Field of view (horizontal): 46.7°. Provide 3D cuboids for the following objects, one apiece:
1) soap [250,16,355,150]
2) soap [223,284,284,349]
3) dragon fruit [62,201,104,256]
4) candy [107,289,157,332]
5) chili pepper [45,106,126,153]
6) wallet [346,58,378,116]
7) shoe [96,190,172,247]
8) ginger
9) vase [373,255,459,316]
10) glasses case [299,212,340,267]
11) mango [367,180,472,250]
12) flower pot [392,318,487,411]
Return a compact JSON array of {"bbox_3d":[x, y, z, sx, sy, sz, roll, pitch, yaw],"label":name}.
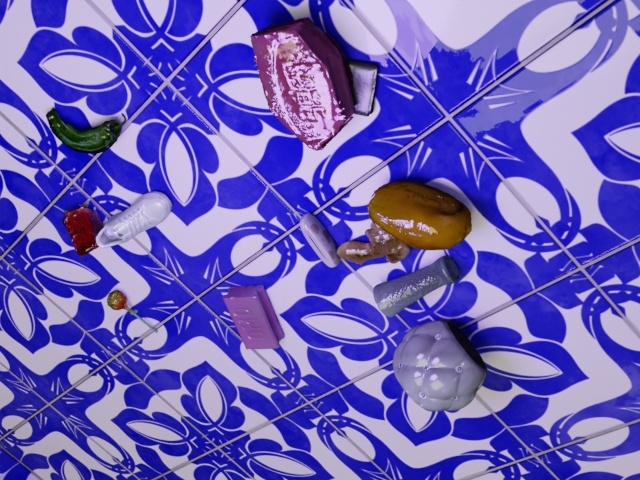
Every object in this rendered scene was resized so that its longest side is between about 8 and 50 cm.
[{"bbox_3d":[-0.028,-0.344,1.654,0.182,0.112,0.289,-3,119,26],"label":"soap"},{"bbox_3d":[-0.197,0.228,2.191,0.122,0.065,0.203,-6,122,25],"label":"soap"},{"bbox_3d":[-0.683,-0.031,2.187,0.102,0.096,0.147,-20,84,21],"label":"dragon fruit"},{"bbox_3d":[-0.599,0.235,2.369,0.201,0.060,0.060,42,128,-20],"label":"candy"},{"bbox_3d":[-0.607,-0.293,1.975,0.279,0.065,0.122,4,129,24],"label":"chili pepper"},{"bbox_3d":[0.009,-0.367,1.706,0.244,0.025,0.124,15,125,13],"label":"wallet"},{"bbox_3d":[-0.532,-0.048,2.096,0.265,0.110,0.095,-24,112,36],"label":"shoe"},{"bbox_3d":[0.138,0.003,1.906,0.214,0.059,0.133,-1,131,24],"label":"ginger"},{"bbox_3d":[0.251,0.115,1.922,0.219,0.096,0.096,-30,109,32],"label":"vase"},{"bbox_3d":[0.000,0.000,1.951,0.041,0.063,0.164,-21,114,31],"label":"glasses case"},{"bbox_3d":[0.233,-0.055,1.752,0.249,0.156,0.151,18,108,2],"label":"mango"},{"bbox_3d":[0.311,0.332,1.955,0.195,0.246,0.246,-40,105,13],"label":"flower pot"}]
